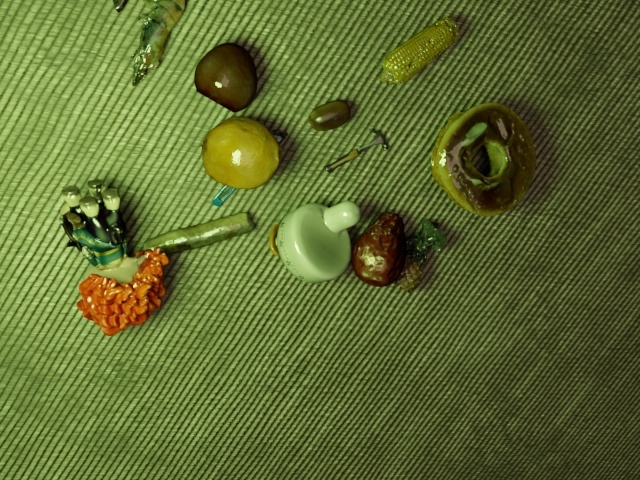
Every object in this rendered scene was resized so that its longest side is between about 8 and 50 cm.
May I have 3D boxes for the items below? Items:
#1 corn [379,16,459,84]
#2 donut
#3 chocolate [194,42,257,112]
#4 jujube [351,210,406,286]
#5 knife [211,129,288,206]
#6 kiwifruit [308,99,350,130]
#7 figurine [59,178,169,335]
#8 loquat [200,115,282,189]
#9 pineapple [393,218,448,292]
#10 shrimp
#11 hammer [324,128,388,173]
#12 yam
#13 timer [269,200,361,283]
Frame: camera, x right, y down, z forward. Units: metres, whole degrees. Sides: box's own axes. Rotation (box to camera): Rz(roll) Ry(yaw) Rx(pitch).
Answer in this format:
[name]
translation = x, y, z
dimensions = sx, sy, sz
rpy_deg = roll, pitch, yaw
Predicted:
[corn]
translation = 0.275, -0.530, 1.511
dimensions = 0.261, 0.097, 0.097
rpy_deg = -36, 109, 0
[donut]
translation = 0.476, -0.240, 1.614
dimensions = 0.329, 0.160, 0.330
rpy_deg = -2, 96, -17
[chocolate]
translation = -0.239, -0.431, 1.406
dimensions = 0.176, 0.177, 0.177
rpy_deg = -3, 106, -10
[jujube]
translation = 0.183, 0.021, 1.602
dimensions = 0.168, 0.168, 0.237
rpy_deg = 30, 68, -17
[knife]
translation = -0.206, -0.208, 1.544
dimensions = 0.296, 0.026, 0.044
rpy_deg = -48, 120, 4
[kiwifruit]
translation = 0.028, -0.354, 1.526
dimensions = 0.124, 0.075, 0.075
rpy_deg = -20, 109, -9
[figurine]
translation = -0.563, 0.042, 1.423
dimensions = 0.306, 0.241, 0.412
rpy_deg = -16, 105, 35
[loquat]
translation = -0.218, -0.233, 1.447
dimensions = 0.234, 0.176, 0.187
rpy_deg = 13, 72, 12
[pineapple]
translation = 0.302, 0.042, 1.680
dimensions = 0.119, 0.111, 0.237
rpy_deg = 28, 94, -45
[shrimp]
translation = -0.467, -0.554, 1.383
dimensions = 0.169, 0.058, 0.296
rpy_deg = 26, 96, -10
[hammer]
translation = 0.101, -0.261, 1.592
dimensions = 0.201, 0.021, 0.078
rpy_deg = -29, 109, -3
[yam]
translation = -0.350, -0.015, 1.549
dimensions = 0.317, 0.067, 0.071
rpy_deg = -17, 78, -5
[timer]
translation = 0.000, 0.000, 1.532
dimensions = 0.240, 0.233, 0.233
rpy_deg = -23, 117, 43
